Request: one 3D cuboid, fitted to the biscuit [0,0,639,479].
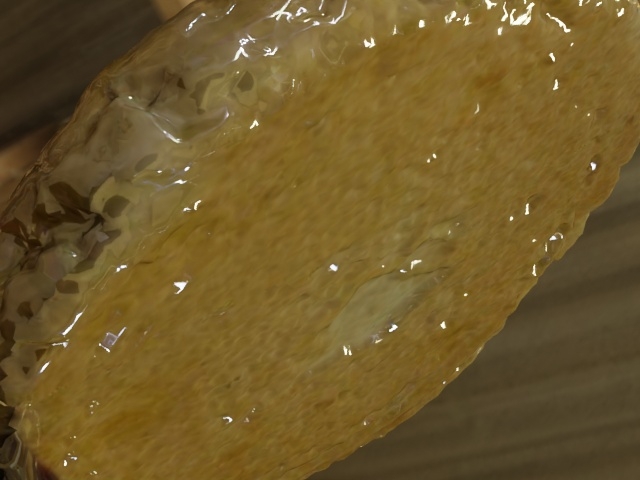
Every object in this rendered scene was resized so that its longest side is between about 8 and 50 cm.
[{"bbox_3d":[0.000,0.000,0.422,0.042,0.226,0.226,50,-44,26],"label":"biscuit"}]
